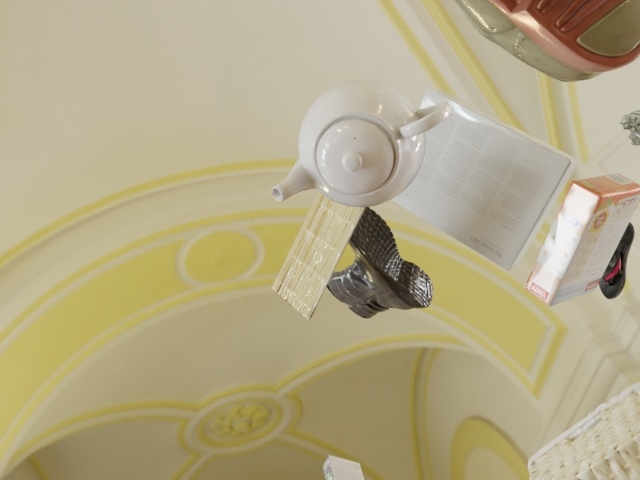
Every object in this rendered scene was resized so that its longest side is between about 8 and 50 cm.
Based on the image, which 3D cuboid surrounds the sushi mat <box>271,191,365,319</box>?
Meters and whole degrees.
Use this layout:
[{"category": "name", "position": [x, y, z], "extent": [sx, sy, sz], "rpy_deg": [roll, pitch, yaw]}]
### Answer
[{"category": "sushi mat", "position": [0.000, 0.000, 1.476], "extent": [0.019, 0.151, 0.317], "rpy_deg": [19, -80, -46]}]

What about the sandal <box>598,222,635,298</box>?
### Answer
[{"category": "sandal", "position": [0.589, 0.040, 1.403], "extent": [0.040, 0.067, 0.179], "rpy_deg": [-15, -57, -23]}]

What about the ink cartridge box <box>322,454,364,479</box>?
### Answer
[{"category": "ink cartridge box", "position": [0.044, 0.416, 1.161], "extent": [0.062, 0.115, 0.029], "rpy_deg": [20, -69, -18]}]

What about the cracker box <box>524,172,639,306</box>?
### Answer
[{"category": "cracker box", "position": [0.482, -0.002, 1.267], "extent": [0.155, 0.067, 0.232], "rpy_deg": [-10, -53, -38]}]

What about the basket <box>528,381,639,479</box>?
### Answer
[{"category": "basket", "position": [0.636, 0.521, 1.382], "extent": [0.328, 0.331, 0.266], "rpy_deg": [-42, -11, 15]}]

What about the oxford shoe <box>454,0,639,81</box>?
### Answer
[{"category": "oxford shoe", "position": [0.150, -0.301, 0.724], "extent": [0.140, 0.397, 0.146], "rpy_deg": [-46, 1, -7]}]

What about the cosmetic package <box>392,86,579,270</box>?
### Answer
[{"category": "cosmetic package", "position": [0.359, -0.149, 1.623], "extent": [0.097, 0.377, 0.284], "rpy_deg": [-11, -49, -58]}]

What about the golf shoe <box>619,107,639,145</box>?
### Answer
[{"category": "golf shoe", "position": [0.518, -0.185, 1.007], "extent": [0.086, 0.176, 0.069], "rpy_deg": [-33, -77, -2]}]

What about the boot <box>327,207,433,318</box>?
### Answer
[{"category": "boot", "position": [0.086, 0.065, 1.605], "extent": [0.222, 0.118, 0.338], "rpy_deg": [-16, -57, 41]}]

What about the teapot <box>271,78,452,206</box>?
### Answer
[{"category": "teapot", "position": [0.074, -0.166, 1.242], "extent": [0.252, 0.187, 0.256], "rpy_deg": [20, -69, 2]}]
